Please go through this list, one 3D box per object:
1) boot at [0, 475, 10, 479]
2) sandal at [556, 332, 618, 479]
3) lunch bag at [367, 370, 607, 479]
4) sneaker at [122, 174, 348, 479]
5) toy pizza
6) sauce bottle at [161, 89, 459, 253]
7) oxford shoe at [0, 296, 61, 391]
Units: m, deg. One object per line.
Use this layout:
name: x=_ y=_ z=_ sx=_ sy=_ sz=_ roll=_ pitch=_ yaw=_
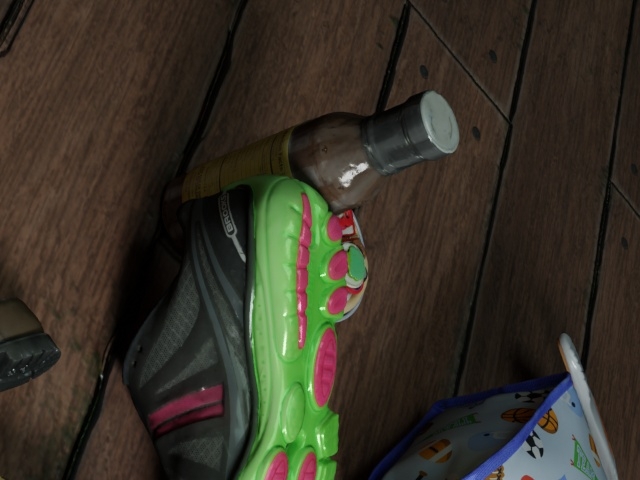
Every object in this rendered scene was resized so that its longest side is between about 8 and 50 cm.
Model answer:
boot: x=-0.294 y=0.305 z=1.485 sx=0.262 sy=0.095 sz=0.203 roll=38 pitch=46 yaw=-35
sandal: x=0.350 y=0.248 z=2.400 sx=0.102 sy=0.076 sz=0.265 roll=-88 pitch=158 yaw=-65
lunch bag: x=0.194 y=0.379 z=1.993 sx=0.328 sy=0.239 sz=0.385 roll=67 pitch=28 yaw=-9
sneaker: x=-0.098 y=0.174 z=1.756 sx=0.185 sy=0.202 sz=0.483 roll=25 pitch=71 yaw=-56
toy pizza: x=0.000 y=0.000 z=2.086 sx=0.201 sy=0.032 sz=0.201 roll=28 pitch=52 yaw=-44
sauce bottle: x=-0.011 y=-0.070 z=1.835 sx=0.111 sy=0.344 sz=0.111 roll=30 pitch=51 yaw=-46
oxford shoe: x=-0.346 y=0.094 z=1.550 sx=0.227 sy=0.083 sz=0.096 roll=-7 pitch=60 yaw=-55
